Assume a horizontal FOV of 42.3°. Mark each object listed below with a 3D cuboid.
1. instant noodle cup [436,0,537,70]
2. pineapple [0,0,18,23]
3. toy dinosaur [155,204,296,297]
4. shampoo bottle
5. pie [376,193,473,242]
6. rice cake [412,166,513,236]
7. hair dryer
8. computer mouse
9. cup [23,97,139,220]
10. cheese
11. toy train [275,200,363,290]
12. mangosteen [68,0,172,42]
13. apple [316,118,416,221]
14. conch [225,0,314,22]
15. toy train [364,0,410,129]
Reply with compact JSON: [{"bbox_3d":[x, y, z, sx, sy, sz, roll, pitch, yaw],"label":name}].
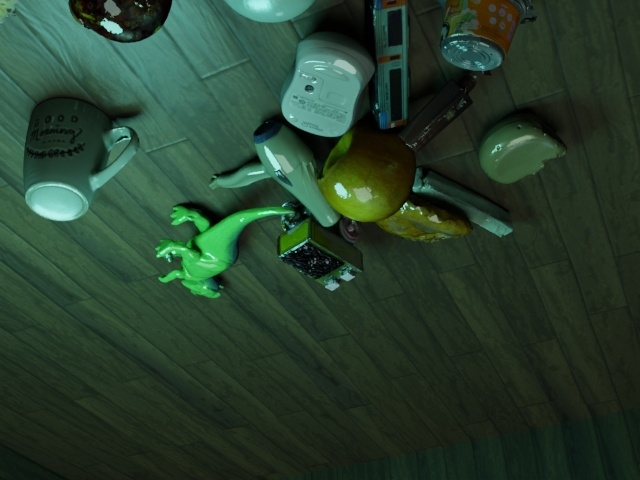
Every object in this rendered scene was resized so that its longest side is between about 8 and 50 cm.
[{"bbox_3d":[0.305,-0.408,1.603,0.208,0.125,0.177,11,168,16],"label":"instant noodle cup"},{"bbox_3d":[-0.660,-0.488,1.521,0.176,0.137,0.161,-24,147,-41],"label":"pineapple"},{"bbox_3d":[-0.228,0.053,2.201,0.500,0.143,0.374,-4,147,25],"label":"toy dinosaur"},{"bbox_3d":[0.274,-0.293,1.800,0.236,0.067,0.068,-45,165,10],"label":"shampoo bottle"},{"bbox_3d":[0.258,-0.050,2.129,0.274,0.069,0.273,15,165,4],"label":"pie"},{"bbox_3d":[0.362,-0.097,2.118,0.336,0.066,0.063,25,135,-30],"label":"rice cake"},{"bbox_3d":[-0.088,-0.127,2.004,0.296,0.119,0.298,38,138,-14],"label":"hair dryer"},{"bbox_3d":[0.013,-0.340,1.745,0.184,0.121,0.297,14,156,-1],"label":"computer mouse"},{"bbox_3d":[-0.533,-0.178,1.840,0.258,0.234,0.186,-9,143,6],"label":"cup"},{"bbox_3d":[0.460,-0.214,1.950,0.175,0.091,0.202,24,137,-30],"label":"cheese"},{"bbox_3d":[0.000,0.000,2.139,0.134,0.177,0.261,-31,133,33],"label":"toy train"},{"bbox_3d":[-0.384,-0.462,1.538,0.217,0.192,0.192,7,157,46],"label":"mangosteen"},{"bbox_3d":[0.103,-0.160,1.889,0.208,0.236,0.237,22,137,-28],"label":"apple"},{"bbox_3d":[-0.105,-0.497,1.551,0.221,0.121,0.184,-15,111,24],"label":"conch"},{"bbox_3d":[0.141,-0.404,1.688,0.089,0.086,0.409,-10,142,-2],"label":"toy train"}]
